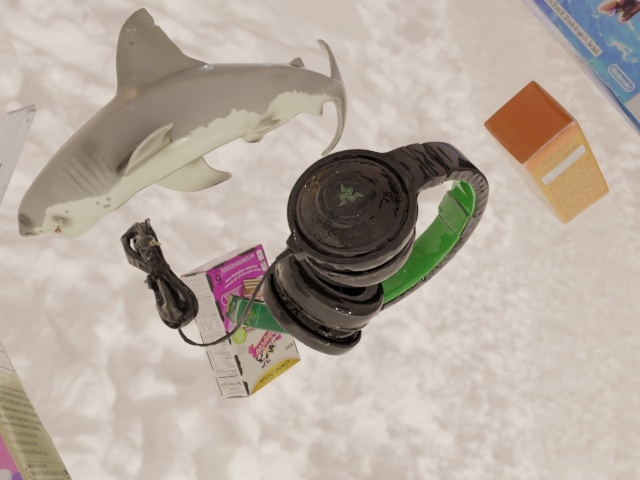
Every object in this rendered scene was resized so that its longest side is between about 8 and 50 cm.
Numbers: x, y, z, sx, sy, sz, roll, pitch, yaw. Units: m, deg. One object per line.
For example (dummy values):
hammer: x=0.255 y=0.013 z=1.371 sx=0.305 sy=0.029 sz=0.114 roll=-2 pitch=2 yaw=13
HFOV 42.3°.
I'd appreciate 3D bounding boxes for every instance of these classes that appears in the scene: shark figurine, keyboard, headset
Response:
shark figurine: x=-0.074 y=-0.104 z=0.549 sx=0.278 sy=0.166 sz=0.116 roll=-26 pitch=83 yaw=-27
keyboard: x=-0.560 y=-0.127 z=1.445 sx=0.014 sy=0.256 sz=0.072 roll=38 pitch=29 yaw=10
headset: x=0.000 y=0.000 z=0.883 sx=0.394 sy=0.243 sz=0.185 roll=-20 pitch=58 yaw=-33

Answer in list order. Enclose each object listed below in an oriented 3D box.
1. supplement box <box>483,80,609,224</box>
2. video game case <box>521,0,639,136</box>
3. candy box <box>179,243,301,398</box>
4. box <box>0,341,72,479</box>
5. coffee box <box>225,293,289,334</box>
supplement box: x=0.274 y=-0.096 z=0.983 sx=0.078 sy=0.080 sz=0.233 roll=54 pitch=13 yaw=30
video game case: x=0.330 y=-0.237 z=0.729 sx=0.061 sy=0.244 sz=0.269 roll=39 pitch=21 yaw=-48
candy box: x=-0.138 y=0.141 z=1.467 sx=0.159 sy=0.071 sz=0.233 roll=-29 pitch=104 yaw=-51
box: x=-0.348 y=0.168 z=0.655 sx=0.243 sy=0.214 sz=0.117 roll=57 pitch=-8 yaw=14
coffee box: x=-0.048 y=0.121 z=1.258 sx=0.184 sy=0.040 sz=0.113 roll=13 pitch=-2 yaw=-16
